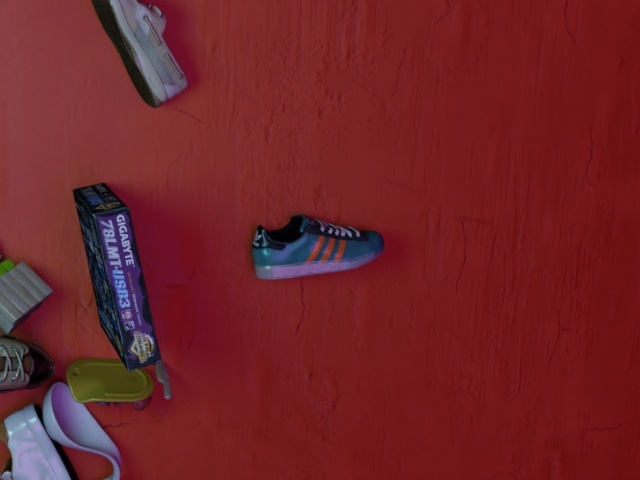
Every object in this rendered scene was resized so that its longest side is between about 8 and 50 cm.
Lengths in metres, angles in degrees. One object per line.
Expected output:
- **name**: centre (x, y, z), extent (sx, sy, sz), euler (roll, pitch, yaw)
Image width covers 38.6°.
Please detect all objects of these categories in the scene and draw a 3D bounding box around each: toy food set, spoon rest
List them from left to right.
- **spoon rest**: centre (-0.474, 0.401, 1.842), extent (0.084, 0.137, 0.276), euler (-19, 119, 4)
- **toy food set**: centre (-0.412, 0.306, 1.852), extent (0.218, 0.128, 0.071), euler (7, 119, -30)

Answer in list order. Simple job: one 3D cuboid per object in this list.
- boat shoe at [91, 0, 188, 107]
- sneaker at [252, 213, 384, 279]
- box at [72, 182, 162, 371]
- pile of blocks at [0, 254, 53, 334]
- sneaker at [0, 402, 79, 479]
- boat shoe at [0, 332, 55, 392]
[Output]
- **boat shoe**: centre (-0.344, -0.404, 1.733), extent (0.098, 0.109, 0.302), euler (-34, 119, -20)
- **sneaker**: centre (0.000, 0.000, 1.972), extent (0.302, 0.108, 0.121), euler (-10, 109, -21)
- **box**: centre (-0.385, 0.059, 1.706), extent (0.073, 0.295, 0.293), euler (-15, 106, -19)
- **pile of blocks**: centre (-0.688, 0.061, 1.691), extent (0.362, 0.149, 0.112), euler (28, 132, -18)
- **sneaker**: centre (-0.561, 0.475, 1.831), extent (0.123, 0.106, 0.290), euler (-27, 101, -12)
- **boat shoe**: centre (-0.577, 0.217, 1.646), extent (0.120, 0.324, 0.122), euler (-2, 82, 6)
